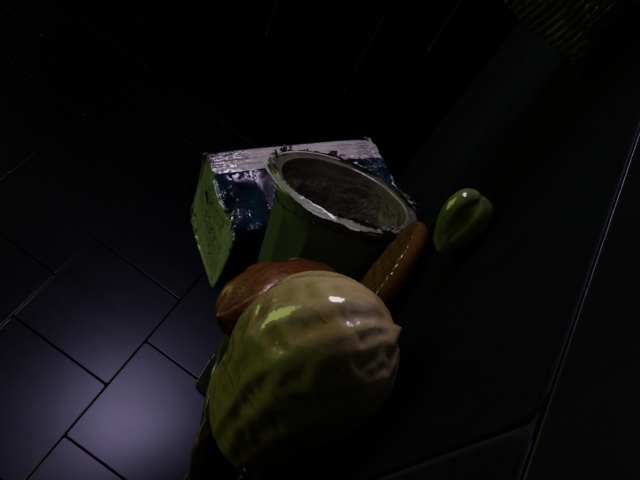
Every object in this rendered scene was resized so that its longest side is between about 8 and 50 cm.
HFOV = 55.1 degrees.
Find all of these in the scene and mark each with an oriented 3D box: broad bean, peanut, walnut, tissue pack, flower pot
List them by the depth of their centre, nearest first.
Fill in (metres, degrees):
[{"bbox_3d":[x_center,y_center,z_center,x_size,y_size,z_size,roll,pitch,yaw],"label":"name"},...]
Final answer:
[{"bbox_3d":[-0.025,0.130,0.556,0.147,0.147,0.306,-54,-2,-42],"label":"peanut"},{"bbox_3d":[0.133,-0.016,0.588,0.063,0.045,0.083,-52,-8,-20],"label":"broad bean"},{"bbox_3d":[-0.042,0.075,0.703,0.207,0.116,0.116,-6,-41,-53],"label":"walnut"},{"bbox_3d":[0.000,0.000,1.109,0.259,0.290,0.290,-66,-6,28],"label":"flower pot"},{"bbox_3d":[-0.063,-0.065,1.378,0.416,0.253,0.264,-8,-29,-26],"label":"tissue pack"}]

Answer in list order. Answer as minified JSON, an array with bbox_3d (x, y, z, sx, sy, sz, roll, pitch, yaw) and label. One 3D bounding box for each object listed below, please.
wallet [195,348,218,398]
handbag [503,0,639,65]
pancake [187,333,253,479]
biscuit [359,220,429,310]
[{"bbox_3d":[-0.105,0.222,1.145,0.052,0.168,0.245,-10,39,57],"label":"wallet"},{"bbox_3d":[0.267,-0.362,0.621,0.247,0.240,0.341,-48,2,41],"label":"handbag"},{"bbox_3d":[-0.107,0.216,0.728,0.250,0.031,0.250,3,-90,-82],"label":"pancake"},{"bbox_3d":[0.065,0.083,0.825,0.262,0.037,0.262,-54,-1,-1],"label":"biscuit"}]
